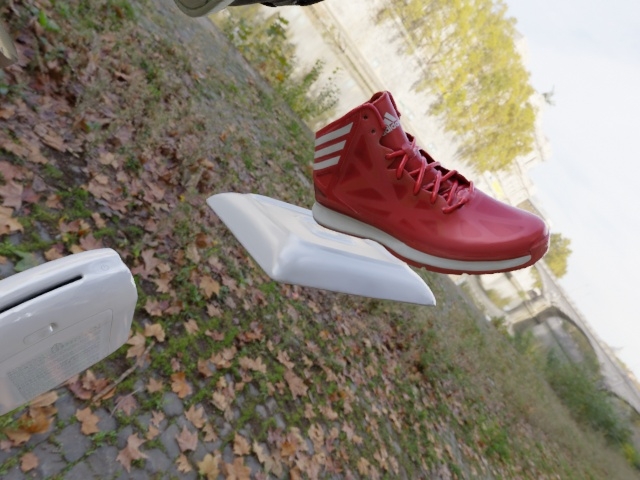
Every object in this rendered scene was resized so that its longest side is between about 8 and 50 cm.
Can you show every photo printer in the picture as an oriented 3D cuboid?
[{"bbox_3d":[-0.409,0.136,0.600,0.256,0.307,0.107,-31,79,-38],"label":"photo printer"}]

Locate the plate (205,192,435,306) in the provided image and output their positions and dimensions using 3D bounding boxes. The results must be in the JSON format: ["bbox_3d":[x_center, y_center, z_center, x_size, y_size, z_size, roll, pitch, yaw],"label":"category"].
[{"bbox_3d":[0.000,0.000,0.601,0.278,0.045,0.277,15,14,-35],"label":"plate"}]

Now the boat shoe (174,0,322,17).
[{"bbox_3d":[-0.019,-0.294,0.388,0.113,0.340,0.127,-38,120,-37],"label":"boat shoe"}]

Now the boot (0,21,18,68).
[{"bbox_3d":[-0.298,-0.190,0.178,0.305,0.115,0.112,49,-8,-28],"label":"boot"}]

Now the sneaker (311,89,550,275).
[{"bbox_3d":[0.079,-0.055,0.347,0.087,0.221,0.128,-46,139,-44],"label":"sneaker"}]
